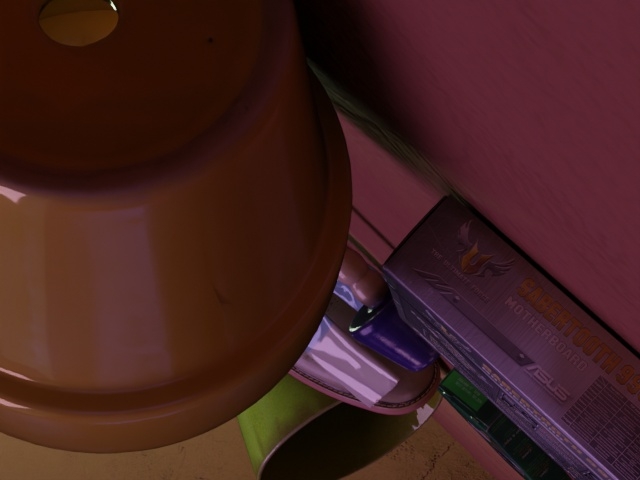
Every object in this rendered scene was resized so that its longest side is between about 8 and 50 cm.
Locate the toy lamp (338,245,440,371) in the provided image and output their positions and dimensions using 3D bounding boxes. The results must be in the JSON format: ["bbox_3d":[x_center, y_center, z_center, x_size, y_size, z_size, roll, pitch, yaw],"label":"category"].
[{"bbox_3d":[0.000,0.000,1.029,0.275,0.080,0.080,46,175,-6],"label":"toy lamp"}]

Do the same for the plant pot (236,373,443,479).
[{"bbox_3d":[-0.022,0.144,1.673,0.293,0.274,0.275,60,-176,28],"label":"plant pot"}]

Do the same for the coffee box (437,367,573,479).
[{"bbox_3d":[0.221,0.232,1.460,0.184,0.040,0.113,47,175,-34],"label":"coffee box"}]

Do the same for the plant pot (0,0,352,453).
[{"bbox_3d":[-0.103,-0.048,0.582,0.254,0.254,0.239,43,159,11],"label":"plant pot"}]

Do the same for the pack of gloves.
[{"bbox_3d":[0.013,0.053,1.293,0.232,0.046,0.195,40,142,2],"label":"pack of gloves"}]

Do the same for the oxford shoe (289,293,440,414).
[{"bbox_3d":[-0.030,0.047,1.401,0.397,0.140,0.146,36,160,17],"label":"oxford shoe"}]

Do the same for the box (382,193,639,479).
[{"bbox_3d":[0.140,0.086,0.703,0.231,0.056,0.183,42,175,14],"label":"box"}]
